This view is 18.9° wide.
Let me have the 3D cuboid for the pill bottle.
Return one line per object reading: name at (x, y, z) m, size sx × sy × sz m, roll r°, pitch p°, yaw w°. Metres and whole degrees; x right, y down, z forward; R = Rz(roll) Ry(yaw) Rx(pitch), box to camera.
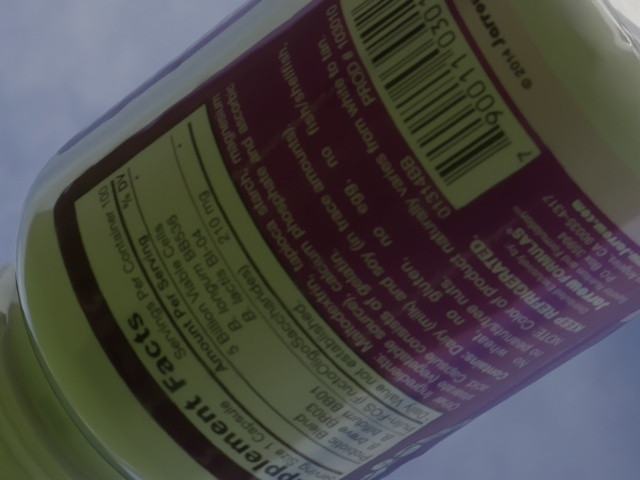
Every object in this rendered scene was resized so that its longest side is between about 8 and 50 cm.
pill bottle at (0.000, 0.000, 0.687) m, size 0.301 × 0.169 × 0.169 m, roll -35°, pitch -106°, yaw 24°
